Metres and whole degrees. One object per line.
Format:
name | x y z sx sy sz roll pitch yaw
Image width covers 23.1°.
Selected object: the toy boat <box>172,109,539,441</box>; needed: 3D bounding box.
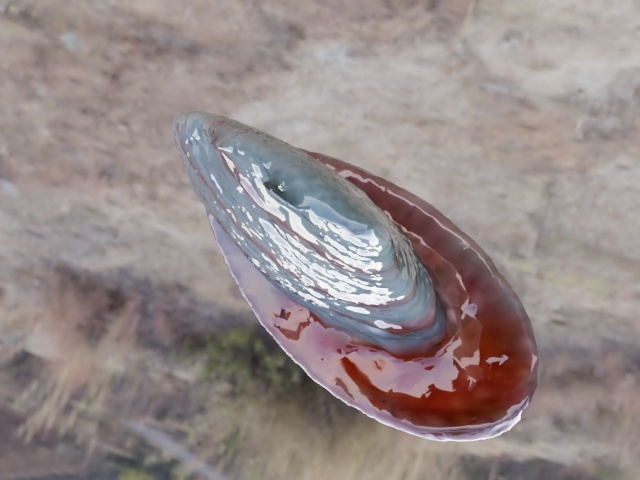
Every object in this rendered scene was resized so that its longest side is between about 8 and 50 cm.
toy boat | 0.000 0.000 0.639 0.206 0.096 0.282 42 179 15
